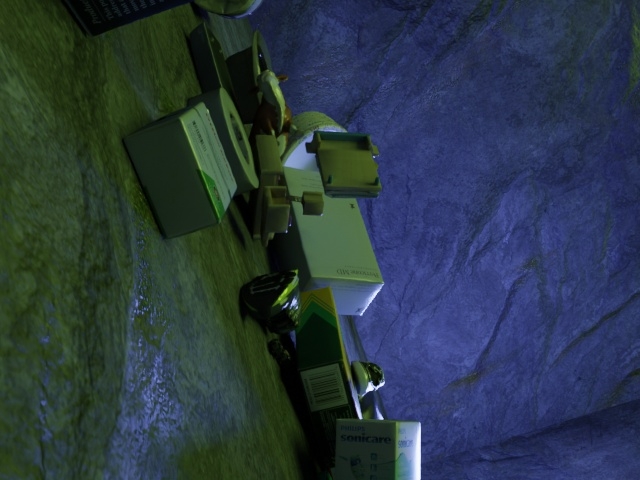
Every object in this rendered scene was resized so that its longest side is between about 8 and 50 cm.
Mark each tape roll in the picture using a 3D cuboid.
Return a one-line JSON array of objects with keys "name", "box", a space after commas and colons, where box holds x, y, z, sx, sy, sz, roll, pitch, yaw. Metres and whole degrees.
[{"name": "tape roll", "box": [-0.197, -0.199, 1.475, 0.219, 0.072, 0.219, -19, 90, -86]}]

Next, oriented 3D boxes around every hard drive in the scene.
[{"name": "hard drive", "box": [-0.241, -0.365, 1.693, 0.172, 0.054, 0.255, 29, 45, -84]}]

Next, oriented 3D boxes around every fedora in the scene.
[{"name": "fedora", "box": [-0.201, -0.436, 2.010, 0.243, 0.124, 0.276, 28, 51, -81]}]

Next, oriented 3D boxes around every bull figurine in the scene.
[{"name": "bull figurine", "box": [-0.121, -0.256, 1.749, 0.188, 0.101, 0.311, -115, -150, -44]}]

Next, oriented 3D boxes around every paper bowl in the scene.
[{"name": "paper bowl", "box": [-0.057, -0.240, 2.074, 0.148, 0.284, 0.284, 44, -12, 34]}]

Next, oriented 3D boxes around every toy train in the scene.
[{"name": "toy train", "box": [-0.075, 0.245, 1.486, 0.036, 0.027, 0.158, 62, -2, 36]}]

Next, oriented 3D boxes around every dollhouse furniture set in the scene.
[{"name": "dollhouse furniture set", "box": [0.004, -0.087, 1.621, 0.287, 0.303, 0.198, -103, -162, -46]}]

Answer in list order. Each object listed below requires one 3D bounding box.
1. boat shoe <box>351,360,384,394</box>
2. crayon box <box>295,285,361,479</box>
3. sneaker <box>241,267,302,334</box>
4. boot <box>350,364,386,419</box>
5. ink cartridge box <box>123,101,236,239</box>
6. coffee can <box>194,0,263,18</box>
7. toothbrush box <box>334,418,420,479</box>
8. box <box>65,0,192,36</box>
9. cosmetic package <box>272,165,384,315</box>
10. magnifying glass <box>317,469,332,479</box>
[{"name": "boat shoe", "box": [0.112, 0.313, 1.672, 0.219, 0.070, 0.078, 73, 4, -80]}, {"name": "crayon box", "box": [0.026, 0.339, 1.648, 0.313, 0.106, 0.363, -101, 178, -65]}, {"name": "sneaker", "box": [-0.079, 0.127, 1.417, 0.300, 0.111, 0.122, -28, 104, -83]}, {"name": "boot", "box": [0.126, 0.515, 2.174, 0.377, 0.138, 0.285, -41, 113, -79]}, {"name": "ink cartridge box", "box": [-0.195, -0.108, 1.045, 0.208, 0.086, 0.153, -89, 160, -74]}, {"name": "coffee can", "box": [-0.256, -0.720, 1.974, 0.275, 0.201, 0.202, -90, 161, -75]}, {"name": "toothbrush box", "box": [0.114, 0.498, 1.391, 0.216, 0.126, 0.296, 32, 58, -66]}, {"name": "box", "box": [-0.169, -0.485, 0.906, 0.212, 0.395, 0.294, 66, 8, -56]}, {"name": "cosmetic package", "box": [0.000, 0.000, 1.883, 0.156, 0.217, 0.385, -60, -144, 40]}, {"name": "magnifying glass", "box": [0.036, 0.571, 1.519, 0.092, 0.026, 0.231, -103, 175, -52]}]
